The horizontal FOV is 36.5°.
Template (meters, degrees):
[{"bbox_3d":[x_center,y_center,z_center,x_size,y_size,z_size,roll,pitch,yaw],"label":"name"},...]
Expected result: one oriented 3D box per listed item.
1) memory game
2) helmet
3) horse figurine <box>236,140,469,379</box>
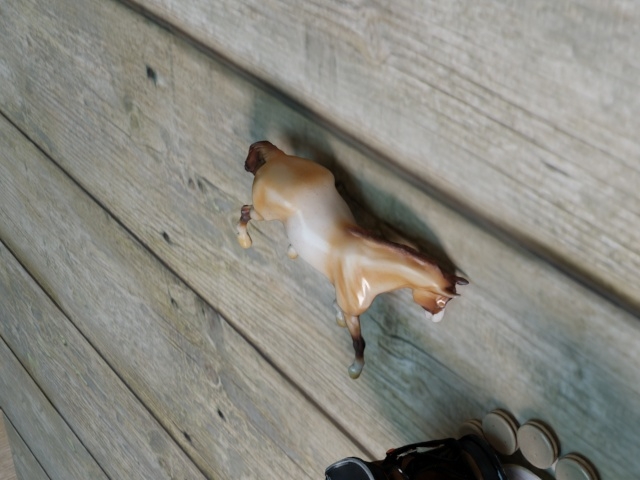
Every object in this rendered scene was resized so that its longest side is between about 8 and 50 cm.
[{"bbox_3d":[0.171,0.220,0.765,0.186,0.012,0.186,35,136,42],"label":"memory game"},{"bbox_3d":[0.079,0.244,0.755,0.169,0.169,0.161,-44,55,58],"label":"helmet"},{"bbox_3d":[0.000,0.000,0.839,0.263,0.066,0.174,51,152,21],"label":"horse figurine"}]
